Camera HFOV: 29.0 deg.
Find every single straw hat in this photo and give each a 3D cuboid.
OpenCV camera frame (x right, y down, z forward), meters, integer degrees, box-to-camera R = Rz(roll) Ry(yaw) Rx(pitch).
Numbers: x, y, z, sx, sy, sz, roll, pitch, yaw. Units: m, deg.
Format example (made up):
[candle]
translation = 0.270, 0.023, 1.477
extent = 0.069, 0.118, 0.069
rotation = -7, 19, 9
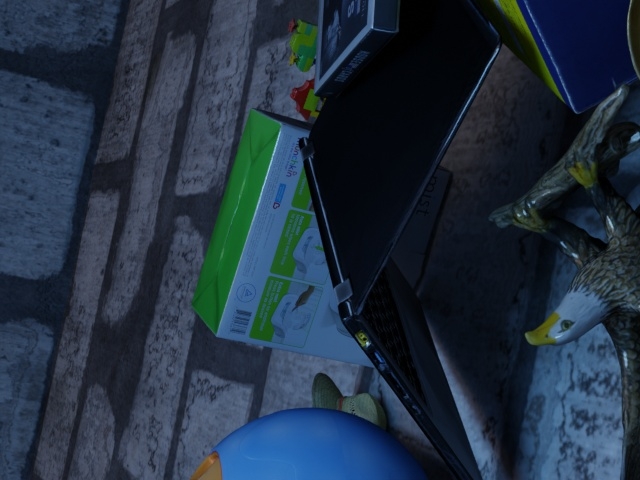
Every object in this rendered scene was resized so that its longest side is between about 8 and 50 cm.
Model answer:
[straw hat]
translation = 0.046, 0.219, 1.482
extent = 0.061, 0.144, 0.144
rotation = -19, 52, 17

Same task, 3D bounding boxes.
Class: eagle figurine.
[eagle figurine]
translation = 0.263, 0.062, 0.998
extent = 0.298, 0.225, 0.226
rotation = 56, -178, 15

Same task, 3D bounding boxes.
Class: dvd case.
[dvd case]
translation = 0.035, -0.249, 1.174
extent = 0.239, 0.030, 0.179
rotation = 148, 127, -76

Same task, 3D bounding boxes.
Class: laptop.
[laptop]
translation = 0.121, -0.037, 1.211
extent = 0.236, 0.408, 0.382
rotation = -30, 28, 10

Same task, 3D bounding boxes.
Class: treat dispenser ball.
[treat dispenser ball]
translation = -0.012, 0.318, 1.287
extent = 0.288, 0.288, 0.288
rotation = -41, 43, 53

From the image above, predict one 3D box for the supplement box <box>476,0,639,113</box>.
[supplement box]
translation = 0.212, -0.285, 1.071
extent = 0.194, 0.195, 0.356
rotation = -29, 26, 5

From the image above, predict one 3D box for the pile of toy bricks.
[pile of toy bricks]
translation = 0.000, -0.286, 1.787
extent = 0.212, 0.105, 0.118
rotation = -69, 25, 17

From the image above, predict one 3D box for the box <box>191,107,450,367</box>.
[box]
translation = 0.000, 0.000, 1.492
extent = 0.127, 0.231, 0.262
rotation = 37, 112, 64

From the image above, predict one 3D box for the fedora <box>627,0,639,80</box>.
[fedora]
translation = 0.314, -0.155, 0.872
extent = 0.194, 0.194, 0.079
rotation = -69, -11, 19
